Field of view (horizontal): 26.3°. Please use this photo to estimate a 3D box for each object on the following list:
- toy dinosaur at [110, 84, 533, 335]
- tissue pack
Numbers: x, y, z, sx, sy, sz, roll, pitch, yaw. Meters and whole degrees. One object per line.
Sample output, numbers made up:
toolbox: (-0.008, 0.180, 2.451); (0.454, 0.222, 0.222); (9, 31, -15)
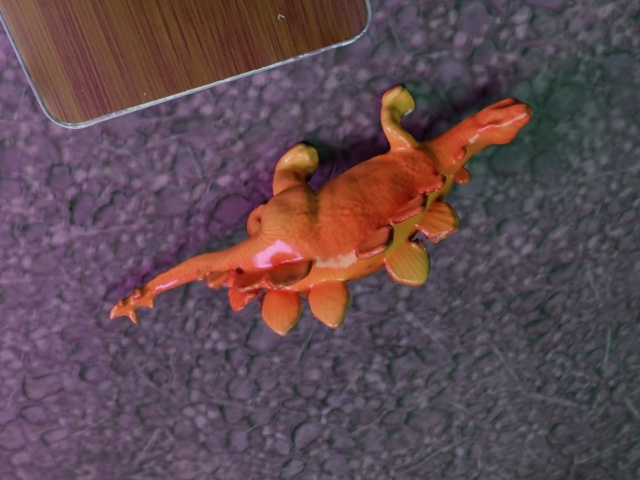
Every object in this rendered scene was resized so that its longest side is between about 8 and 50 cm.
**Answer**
toy dinosaur: (0.000, 0.000, 0.801); (0.288, 0.117, 0.070); (-28, 130, 6)
tissue pack: (-0.089, -0.201, 0.601); (0.159, 0.136, 0.246); (-18, 131, 1)
